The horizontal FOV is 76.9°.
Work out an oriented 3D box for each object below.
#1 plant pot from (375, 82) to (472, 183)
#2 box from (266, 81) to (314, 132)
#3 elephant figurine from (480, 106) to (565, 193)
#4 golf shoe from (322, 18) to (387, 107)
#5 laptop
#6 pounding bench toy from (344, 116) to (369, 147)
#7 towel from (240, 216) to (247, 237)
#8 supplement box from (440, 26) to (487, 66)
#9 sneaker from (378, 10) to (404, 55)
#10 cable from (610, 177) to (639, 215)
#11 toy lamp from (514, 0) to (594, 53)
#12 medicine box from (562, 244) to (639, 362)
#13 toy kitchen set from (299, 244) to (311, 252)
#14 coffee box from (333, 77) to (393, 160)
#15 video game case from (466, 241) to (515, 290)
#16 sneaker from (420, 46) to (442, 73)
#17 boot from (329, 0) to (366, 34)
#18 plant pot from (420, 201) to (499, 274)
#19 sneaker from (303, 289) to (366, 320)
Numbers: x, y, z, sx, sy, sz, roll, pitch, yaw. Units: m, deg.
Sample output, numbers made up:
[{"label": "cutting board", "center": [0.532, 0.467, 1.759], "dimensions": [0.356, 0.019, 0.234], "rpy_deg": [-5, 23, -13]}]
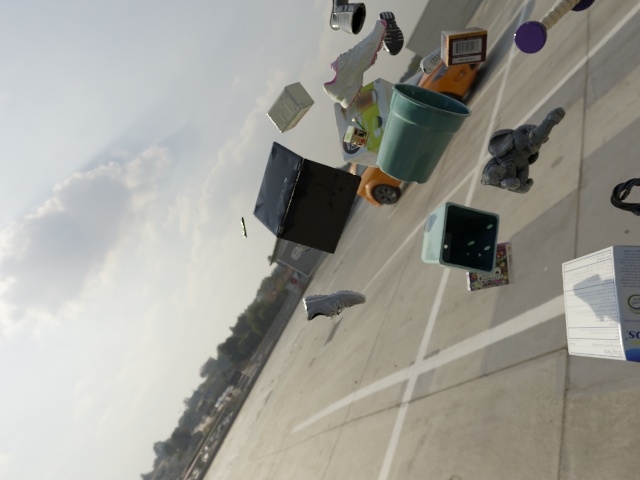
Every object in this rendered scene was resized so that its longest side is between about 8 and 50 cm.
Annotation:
[{"label": "plant pot", "center": [0.409, -0.443, 1.716], "dimensions": [0.341, 0.341, 0.334], "rpy_deg": [-60, -10, -57]}, {"label": "box", "center": [-0.167, -0.730, 2.220], "dimensions": [0.127, 0.148, 0.232], "rpy_deg": [-40, 4, -40]}, {"label": "elephant figurine", "center": [0.592, -0.270, 1.203], "dimensions": [0.169, 0.186, 0.239], "rpy_deg": [2, -72, -57]}, {"label": "golf shoe", "center": [0.117, -0.621, 1.390], "dimensions": [0.306, 0.140, 0.115], "rpy_deg": [-61, 7, 19]}, {"label": "laptop", "center": [-0.081, -0.199, 1.865], "dimensions": [0.236, 0.408, 0.382], "rpy_deg": [3, -66, -40]}, {"label": "pounding bench toy", "center": [0.126, -0.352, 1.312], "dimensions": [0.052, 0.065, 0.083], "rpy_deg": [42, 117, 64]}, {"label": "towel", "center": [-0.411, -0.068, 2.153], "dimensions": [0.152, 0.023, 0.113], "rpy_deg": [173, 86, -80]}, {"label": "supplement box", "center": [0.408, -0.560, 1.160], "dimensions": [0.188, 0.104, 0.080], "rpy_deg": [-72, -23, -58]}, {"label": "sneaker", "center": [0.356, -1.026, 2.088], "dimensions": [0.162, 0.106, 0.281], "rpy_deg": [94, 172, -68]}, {"label": "cable", "center": [1.001, -0.146, 1.232], "dimensions": [0.047, 0.151, 0.184], "rpy_deg": [-61, 9, -26]}, {"label": "toy lamp", "center": [0.554, -0.527, 0.923], "dimensions": [0.275, 0.080, 0.080], "rpy_deg": [-43, -5, -16]}, {"label": "medicine box", "center": [0.811, 0.181, 1.105], "dimensions": [0.263, 0.149, 0.289], "rpy_deg": [69, -157, -76]}, {"label": "toy kitchen set", "center": [0.000, 0.000, 2.242], "dimensions": [0.207, 0.122, 0.166], "rpy_deg": [-35, 4, 4]}, {"label": "coffee box", "center": [0.318, -0.623, 2.211], "dimensions": [0.334, 0.337, 0.338], "rpy_deg": [-15, -8, 42]}, {"label": "video game case", "center": [0.833, 0.128, 1.987], "dimensions": [0.042, 0.232, 0.210], "rpy_deg": [-115, 16, -80]}, {"label": "sneaker", "center": [0.518, -0.817, 1.792], "dimensions": [0.190, 0.071, 0.083], "rpy_deg": [-48, 11, -21]}, {"label": "boot", "center": [0.100, -0.849, 1.458], "dimensions": [0.208, 0.076, 0.189], "rpy_deg": [-122, 34, -60]}, {"label": "plant pot", "center": [0.545, 0.006, 1.671], "dimensions": [0.252, 0.247, 0.247], "rpy_deg": [158, 123, -73]}, {"label": "sneaker", "center": [0.065, 0.290, 1.752], "dimensions": [0.105, 0.281, 0.115], "rpy_deg": [46, -144, -59]}]
